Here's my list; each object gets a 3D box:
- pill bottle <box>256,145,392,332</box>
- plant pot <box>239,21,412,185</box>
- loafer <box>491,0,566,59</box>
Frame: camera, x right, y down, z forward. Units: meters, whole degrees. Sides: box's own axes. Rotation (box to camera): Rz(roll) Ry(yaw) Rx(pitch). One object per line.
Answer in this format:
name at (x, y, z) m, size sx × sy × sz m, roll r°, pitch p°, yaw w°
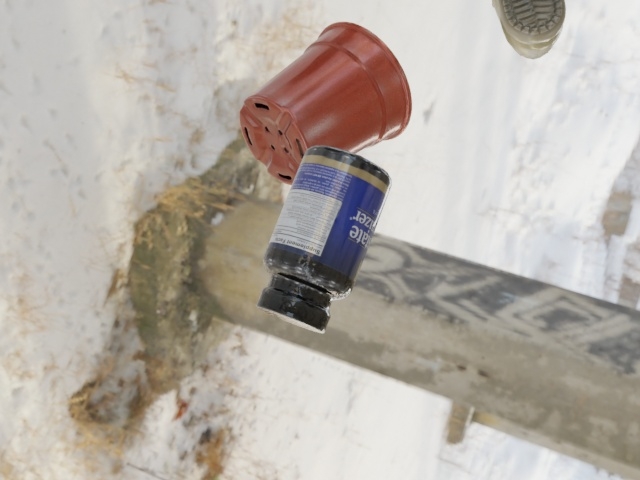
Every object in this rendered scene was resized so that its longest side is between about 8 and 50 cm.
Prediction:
pill bottle at (0.000, 0.000, 1.105) m, size 0.219 × 0.123 × 0.123 m, roll -69°, pitch 159°, yaw -9°
plant pot at (-0.002, -0.261, 1.748) m, size 0.265 × 0.272 × 0.272 m, roll -38°, pitch 144°, yaw -30°
loafer at (0.248, -0.338, 1.086) m, size 0.092 × 0.102 × 0.268 m, roll 76°, pitch 15°, yaw -62°
